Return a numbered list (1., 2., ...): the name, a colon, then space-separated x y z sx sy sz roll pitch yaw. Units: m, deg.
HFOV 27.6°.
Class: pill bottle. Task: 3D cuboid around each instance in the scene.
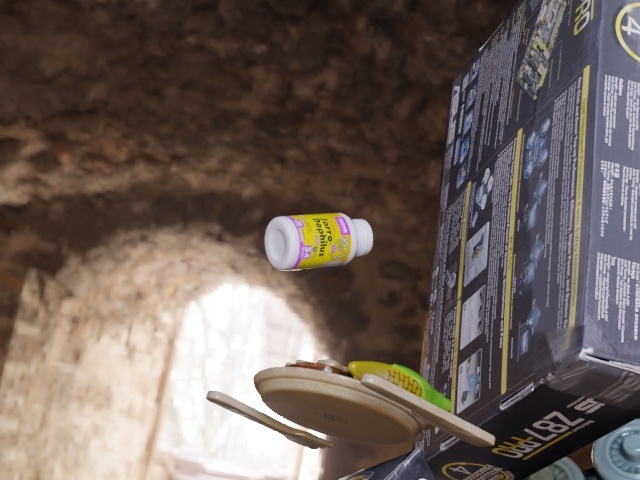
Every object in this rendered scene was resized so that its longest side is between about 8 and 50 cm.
1. pill bottle: 0.000 0.000 1.043 0.083 0.043 0.043 -5 0 -34

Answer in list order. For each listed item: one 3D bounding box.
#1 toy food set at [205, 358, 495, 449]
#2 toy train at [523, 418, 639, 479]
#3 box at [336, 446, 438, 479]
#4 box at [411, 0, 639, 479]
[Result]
1. toy food set: 0.018 0.106 0.897 0.132 0.039 0.192 31 -27 -32
2. toy train: 0.305 0.262 1.156 0.334 0.190 0.142 -18 -44 -2
3. box: 0.034 0.290 0.763 0.295 0.293 0.073 -33 2 45
4. box: 0.182 -0.028 1.047 0.097 0.395 0.318 14 -27 -10
